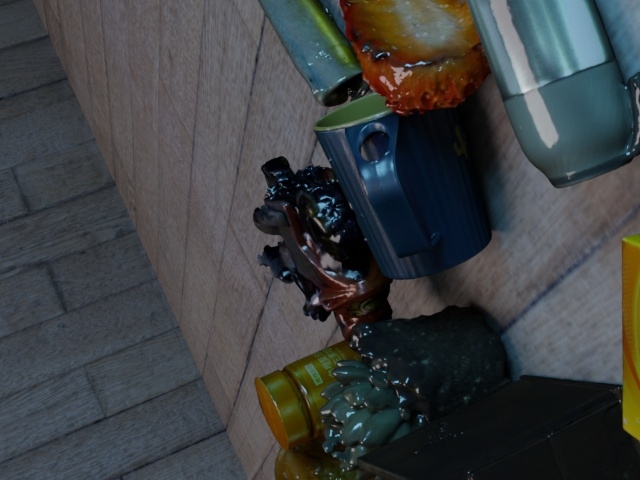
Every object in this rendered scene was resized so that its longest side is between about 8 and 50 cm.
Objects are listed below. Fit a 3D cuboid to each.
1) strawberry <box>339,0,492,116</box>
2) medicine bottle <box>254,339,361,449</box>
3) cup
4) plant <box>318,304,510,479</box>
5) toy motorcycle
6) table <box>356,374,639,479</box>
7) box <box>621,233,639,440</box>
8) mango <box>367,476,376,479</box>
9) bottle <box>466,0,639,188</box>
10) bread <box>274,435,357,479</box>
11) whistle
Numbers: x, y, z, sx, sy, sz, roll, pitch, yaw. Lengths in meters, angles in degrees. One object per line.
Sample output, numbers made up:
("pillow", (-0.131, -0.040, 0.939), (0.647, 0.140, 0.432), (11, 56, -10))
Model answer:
("strawberry", (0.082, -0.172, 0.787), (0.082, 0.121, 0.188), (69, -177, -46))
("medicine bottle", (0.025, 0.175, 1.190), (0.096, 0.191, 0.096), (56, 159, 36))
("cup", (0.076, -0.048, 0.859), (0.176, 0.131, 0.155), (-59, -51, -64))
("plant", (0.087, 0.148, 0.968), (0.129, 0.194, 0.132), (41, 149, 55))
("toy motorcycle", (0.000, 0.000, 1.102), (0.207, 0.134, 0.401), (63, 172, -17))
("table", (0.169, 0.233, 0.832), (0.169, 0.193, 0.172), (69, 163, -2))
("box", (0.271, 0.100, 0.570), (0.269, 0.043, 0.152), (-138, 40, -66))
("mango", (0.110, 0.299, 1.065), (0.151, 0.156, 0.249), (30, 111, 12))
("bottle", (0.145, -0.164, 0.646), (0.096, 0.079, 0.254), (-19, 92, 34))
("bread", (0.065, 0.351, 1.274), (0.246, 0.195, 0.176), (51, 151, 43))
("whistle", (-0.044, -0.278, 1.077), (0.057, 0.068, 0.326), (-48, 58, 32))
